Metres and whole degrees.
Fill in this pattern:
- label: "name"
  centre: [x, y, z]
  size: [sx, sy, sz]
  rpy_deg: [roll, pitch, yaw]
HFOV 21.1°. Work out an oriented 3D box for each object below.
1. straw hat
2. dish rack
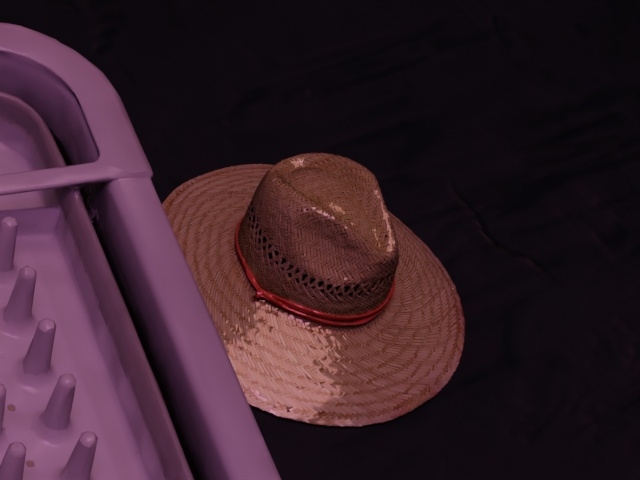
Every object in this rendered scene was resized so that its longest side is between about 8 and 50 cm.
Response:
- label: "straw hat"
  centre: [0.000, 0.000, 0.695]
  size: [0.144, 0.061, 0.144]
  rpy_deg: [11, 44, -11]
- label: "dish rack"
  centre: [-0.170, 0.066, 0.560]
  size: [0.285, 0.072, 0.333]
  rpy_deg: [-6, 50, -27]
